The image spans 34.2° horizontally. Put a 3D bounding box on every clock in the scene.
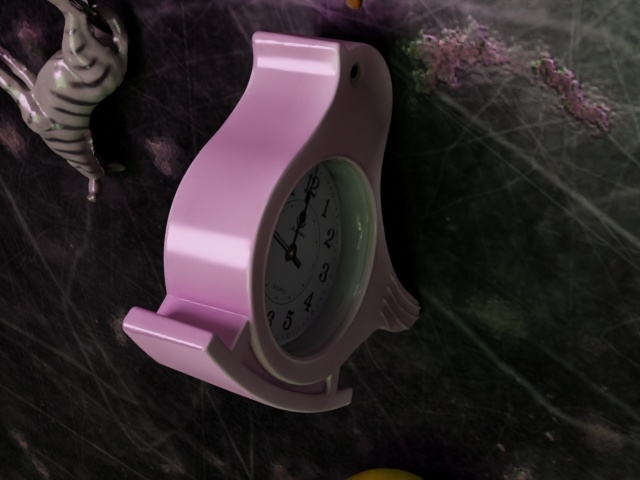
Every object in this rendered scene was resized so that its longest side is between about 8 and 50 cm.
[{"bbox_3d":[0.000,0.000,0.827,0.080,0.275,0.290,13,167,30],"label":"clock"}]

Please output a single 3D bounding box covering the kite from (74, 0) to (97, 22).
[{"bbox_3d":[-0.218,-0.257,0.922,0.156,0.011,0.139,18,135,30],"label":"kite"}]

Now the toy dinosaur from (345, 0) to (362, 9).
[{"bbox_3d":[0.003,-0.253,0.717,0.126,0.039,0.162,38,133,12],"label":"toy dinosaur"}]

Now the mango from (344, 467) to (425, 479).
[{"bbox_3d":[0.057,0.338,1.061,0.293,0.143,0.175,106,153,-51],"label":"mango"}]

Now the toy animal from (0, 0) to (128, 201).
[{"bbox_3d":[-0.234,-0.142,0.983,0.176,0.073,0.217,39,135,-14],"label":"toy animal"}]
